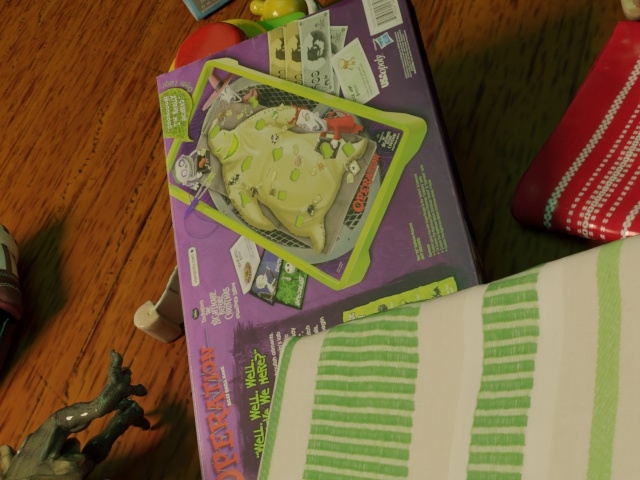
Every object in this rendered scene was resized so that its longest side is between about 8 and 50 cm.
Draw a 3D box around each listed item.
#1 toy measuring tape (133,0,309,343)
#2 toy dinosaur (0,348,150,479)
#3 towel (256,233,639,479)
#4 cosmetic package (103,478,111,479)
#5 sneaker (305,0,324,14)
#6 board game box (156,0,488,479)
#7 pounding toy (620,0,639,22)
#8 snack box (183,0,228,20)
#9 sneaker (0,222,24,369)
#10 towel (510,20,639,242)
[{"bbox_3d":[-0.100,-0.077,0.864,0.121,0.121,0.330,11,69,38],"label":"toy measuring tape"},{"bbox_3d":[-0.170,0.140,0.692,0.118,0.064,0.268,-43,4,-26],"label":"toy dinosaur"},{"bbox_3d":[0.050,0.130,0.436,0.325,0.038,0.248,-23,50,56],"label":"towel"},{"bbox_3d":[-0.130,0.218,0.648,0.041,0.060,0.115,-28,42,7],"label":"cosmetic package"},{"bbox_3d":[-0.007,-0.198,0.969,0.037,0.032,0.083,-38,36,16],"label":"sneaker"},{"bbox_3d":[0.000,0.000,0.701,0.208,0.056,0.347,-16,63,13],"label":"board game box"},{"bbox_3d":[0.344,-0.244,0.758,0.269,0.155,0.154,-28,71,10],"label":"pounding toy"},{"bbox_3d":[-0.120,-0.390,1.181,0.187,0.060,0.322,-32,43,2],"label":"snack box"},{"bbox_3d":[-0.376,0.101,0.872,0.281,0.106,0.162,-35,46,-1],"label":"sneaker"},{"bbox_3d":[0.273,-0.069,0.656,0.275,0.031,0.199,14,61,47],"label":"towel"}]
